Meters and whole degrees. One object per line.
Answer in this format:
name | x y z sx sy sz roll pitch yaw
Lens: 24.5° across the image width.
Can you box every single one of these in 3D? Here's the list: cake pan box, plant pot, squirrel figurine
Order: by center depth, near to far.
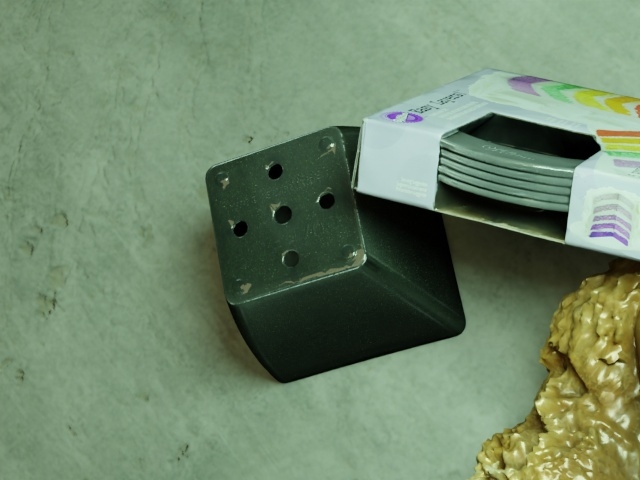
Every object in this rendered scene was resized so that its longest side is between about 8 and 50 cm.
squirrel figurine | 0.312 0.200 1.075 0.397 0.281 0.370 2 86 37
cake pan box | 0.188 -0.066 1.171 0.245 0.267 0.070 14 111 27
plant pot | 0.000 0.000 1.276 0.188 0.167 0.187 -17 70 16
